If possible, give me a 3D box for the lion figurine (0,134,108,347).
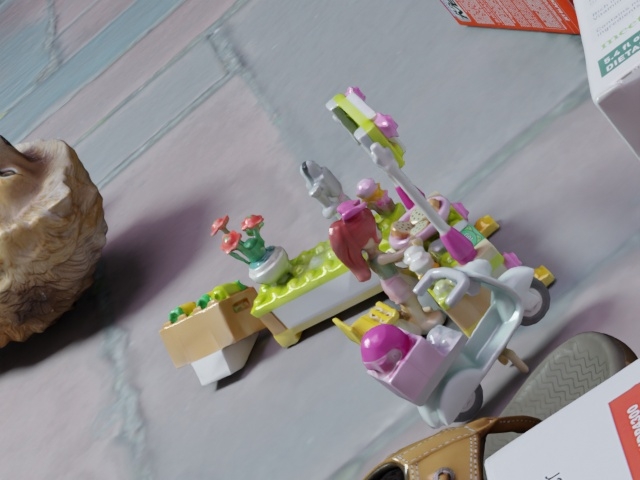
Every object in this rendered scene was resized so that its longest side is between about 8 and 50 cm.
[{"bbox_3d":[-0.288,0.063,1.177,0.392,0.142,0.240,-50,26,18],"label":"lion figurine"}]

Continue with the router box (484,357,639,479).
[{"bbox_3d":[0.192,0.081,0.331,0.301,0.082,0.335,-36,22,16],"label":"router box"}]

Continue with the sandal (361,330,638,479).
[{"bbox_3d":[0.031,0.110,0.586,0.219,0.060,0.090,-43,21,-3],"label":"sandal"}]

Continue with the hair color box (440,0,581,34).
[{"bbox_3d":[0.134,-0.170,0.966,0.093,0.053,0.167,-45,23,-9],"label":"hair color box"}]

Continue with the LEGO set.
[{"bbox_3d":[0.000,0.000,0.790,0.132,0.107,0.287,-49,22,-19],"label":"LEGO set"}]

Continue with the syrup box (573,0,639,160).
[{"bbox_3d":[0.169,-0.103,0.714,0.093,0.096,0.237,-34,23,20],"label":"syrup box"}]
